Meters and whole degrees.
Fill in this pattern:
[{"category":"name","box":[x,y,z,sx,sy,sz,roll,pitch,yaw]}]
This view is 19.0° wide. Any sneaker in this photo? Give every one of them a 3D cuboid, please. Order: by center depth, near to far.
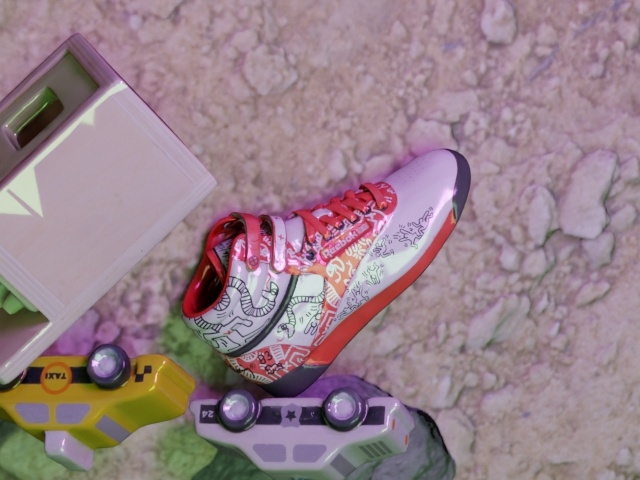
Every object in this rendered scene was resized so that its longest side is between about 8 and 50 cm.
[{"category":"sneaker","box":[0.000,0.001,1.631,0.145,0.090,0.270,38,96,-30]}]

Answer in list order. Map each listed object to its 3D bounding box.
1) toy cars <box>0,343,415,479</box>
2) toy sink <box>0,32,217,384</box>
[{"category":"toy cars","box":[-0.109,0.160,1.597,0.394,0.176,0.087,12,70,-24]},{"category":"toy sink","box":[-0.223,-0.031,1.502,0.234,0.153,0.131,-43,118,0]}]
